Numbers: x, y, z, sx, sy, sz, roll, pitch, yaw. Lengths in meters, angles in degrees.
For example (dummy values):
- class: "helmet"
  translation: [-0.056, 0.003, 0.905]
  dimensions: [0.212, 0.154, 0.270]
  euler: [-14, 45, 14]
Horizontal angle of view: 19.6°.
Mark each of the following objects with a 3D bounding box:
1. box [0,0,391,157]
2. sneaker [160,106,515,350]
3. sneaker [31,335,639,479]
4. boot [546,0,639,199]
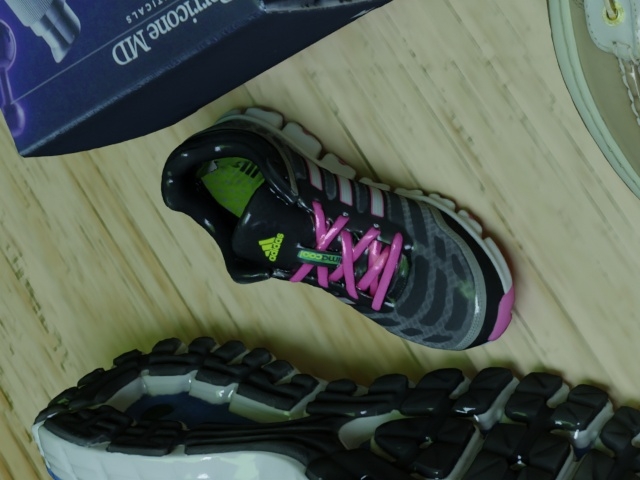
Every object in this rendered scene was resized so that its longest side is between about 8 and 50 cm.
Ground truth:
- class: "box"
  translation: [-0.082, -0.160, 0.773]
  dimensions: [0.153, 0.108, 0.207]
  euler: [-27, 85, 37]
- class: "sneaker"
  translation: [0.000, 0.000, 0.775]
  dimensions: [0.170, 0.075, 0.063]
  euler: [33, 119, 25]
- class: "sneaker"
  translation: [0.030, 0.137, 0.778]
  dimensions: [0.330, 0.130, 0.147]
  euler: [9, 121, 37]
- class: "boot"
  translation: [0.143, -0.100, 0.598]
  dimensions: [0.165, 0.077, 0.213]
  euler: [10, 117, 65]
